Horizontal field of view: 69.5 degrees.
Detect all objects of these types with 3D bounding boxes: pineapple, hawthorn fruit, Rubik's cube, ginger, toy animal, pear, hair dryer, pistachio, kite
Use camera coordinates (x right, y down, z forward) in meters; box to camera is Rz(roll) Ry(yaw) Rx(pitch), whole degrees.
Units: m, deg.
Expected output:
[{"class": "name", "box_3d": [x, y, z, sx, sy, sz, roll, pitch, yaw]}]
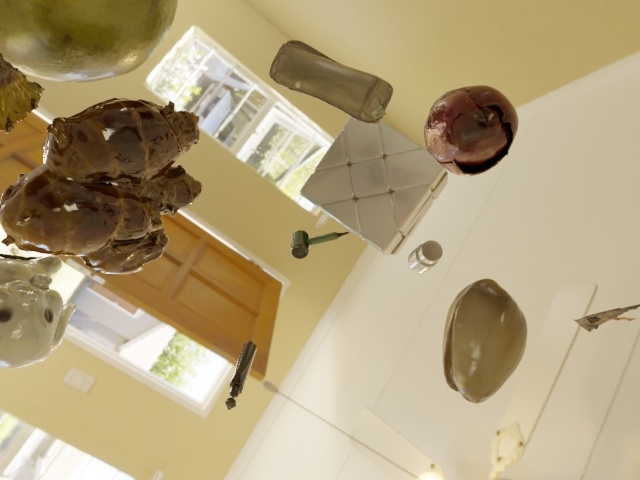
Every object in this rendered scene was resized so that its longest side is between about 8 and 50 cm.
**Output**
[{"class": "pineapple", "box_3d": [-0.494, -0.204, 0.637, 0.233, 0.080, 0.135, 44, 57, -85]}, {"class": "hawthorn fruit", "box_3d": [0.247, -0.182, 0.743, 0.148, 0.148, 0.172, -55, -176, -6]}, {"class": "Rubik's cube", "box_3d": [0.180, -0.165, 1.445, 0.318, 0.322, 0.316, -55, 166, 5]}, {"class": "ginger", "box_3d": [-0.348, -0.102, 0.808, 0.152, 0.274, 0.357, 4, -116, 54]}, {"class": "toy animal", "box_3d": [-0.625, 0.131, 0.905, 0.174, 0.249, 0.289, -69, -158, 12]}, {"class": "pear", "box_3d": [-0.445, -0.468, 0.856, 0.414, 0.352, 0.352, -23, -154, 21]}, {"class": "hair dryer", "box_3d": [0.000, 0.000, 1.147, 0.150, 0.047, 0.071, -12, -146, 7]}, {"class": "pistachio", "box_3d": [0.239, 0.149, 0.693, 0.124, 0.125, 0.184, -165, -89, -75]}, {"class": "kite", "box_3d": [0.642, 0.178, 1.038, 0.190, 0.159, 0.010, 101, -16, -61]}]

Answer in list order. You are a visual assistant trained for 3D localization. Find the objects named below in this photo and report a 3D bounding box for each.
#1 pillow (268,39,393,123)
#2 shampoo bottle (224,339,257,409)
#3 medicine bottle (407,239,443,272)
[{"class": "pillow", "box_3d": [0.021, -0.295, 0.858, 0.038, 0.233, 0.130, 114, -3, -61]}, {"class": "shampoo bottle", "box_3d": [-0.147, 0.246, 0.854, 0.137, 0.027, 0.048, -76, 175, -55]}, {"class": "medicine bottle", "box_3d": [0.217, 0.033, 0.955, 0.052, 0.052, 0.089, -58, 176, -18]}]
